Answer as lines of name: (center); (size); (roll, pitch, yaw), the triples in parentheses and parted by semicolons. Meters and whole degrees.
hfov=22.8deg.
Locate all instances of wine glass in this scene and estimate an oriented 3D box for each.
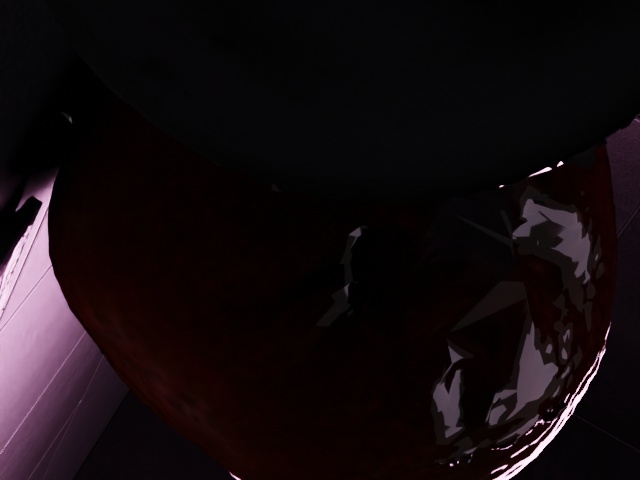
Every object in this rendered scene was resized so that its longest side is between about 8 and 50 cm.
wine glass: (0.033, -0.135, 0.471); (0.190, 0.190, 0.357); (-60, 180, 20)

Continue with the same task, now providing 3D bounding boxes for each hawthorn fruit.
hawthorn fruit: (0.000, -0.010, 0.815); (0.311, 0.295, 0.295); (29, -91, 55)

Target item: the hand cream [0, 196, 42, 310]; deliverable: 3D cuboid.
hand cream: (-0.181, 0.086, 0.682); (0.079, 0.050, 0.275); (-29, -155, 33)
